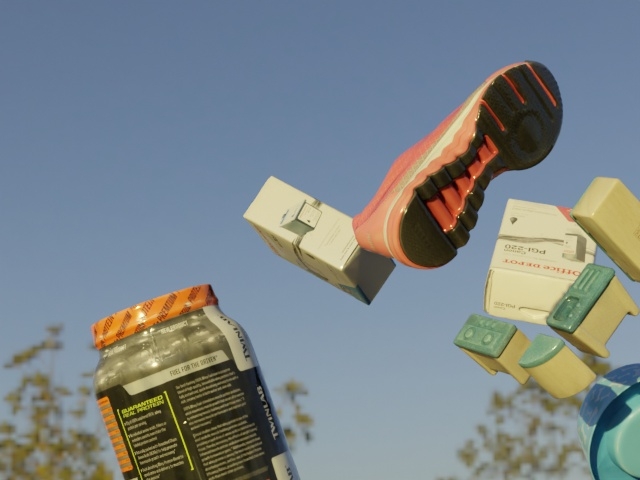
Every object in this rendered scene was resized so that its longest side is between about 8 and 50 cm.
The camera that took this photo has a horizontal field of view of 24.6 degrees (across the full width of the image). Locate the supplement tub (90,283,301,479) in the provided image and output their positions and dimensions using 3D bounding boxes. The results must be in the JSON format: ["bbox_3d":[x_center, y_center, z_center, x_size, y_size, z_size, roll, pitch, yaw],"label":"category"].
[{"bbox_3d":[-0.154,0.238,1.823,0.207,0.338,0.207,-20,-5,-2],"label":"supplement tub"}]

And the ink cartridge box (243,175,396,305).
[{"bbox_3d":[0.000,0.000,2.158,0.190,0.082,0.139,27,-13,29],"label":"ink cartridge box"}]

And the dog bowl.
[{"bbox_3d":[0.436,0.220,1.720,0.297,0.166,0.074,1,18,-16],"label":"dog bowl"}]

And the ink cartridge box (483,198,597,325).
[{"bbox_3d":[0.351,0.035,2.310,0.158,0.218,0.092,9,-54,10],"label":"ink cartridge box"}]

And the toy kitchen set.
[{"bbox_3d":[0.245,0.043,1.571,0.122,0.207,0.166,43,-14,-25],"label":"toy kitchen set"}]

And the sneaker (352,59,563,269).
[{"bbox_3d":[0.145,-0.097,1.647,0.136,0.314,0.116,4,-46,53],"label":"sneaker"}]
